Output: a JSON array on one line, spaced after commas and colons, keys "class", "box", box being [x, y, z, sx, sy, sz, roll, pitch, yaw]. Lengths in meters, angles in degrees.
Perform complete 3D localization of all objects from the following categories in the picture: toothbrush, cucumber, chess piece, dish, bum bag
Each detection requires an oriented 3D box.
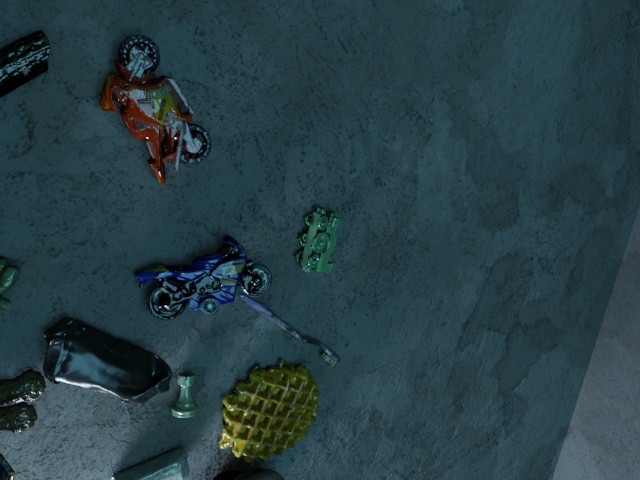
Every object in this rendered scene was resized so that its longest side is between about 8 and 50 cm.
[{"class": "toothbrush", "box": [-0.076, 0.248, 1.615, 0.042, 0.035, 0.413, -52, 124, -5]}, {"class": "cucumber", "box": [-0.604, -0.302, 1.088, 0.241, 0.074, 0.074, -37, 121, -14]}, {"class": "chess piece", "box": [-0.338, 0.385, 1.477, 0.067, 0.067, 0.103, -1, 97, -32]}, {"class": "dish", "box": [-0.241, 0.686, 1.584, 0.273, 0.134, 0.273, -37, 161, -15]}, {"class": "bum bag", "box": [-0.488, 0.289, 1.344, 0.326, 0.080, 0.142, 34, 78, -32]}]

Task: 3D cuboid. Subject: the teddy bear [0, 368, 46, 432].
[{"class": "teddy bear", "box": [-0.696, 0.318, 1.181, 0.129, 0.182, 0.251, -39, 131, 16]}]

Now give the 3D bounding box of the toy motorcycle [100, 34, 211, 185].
[{"class": "toy motorcycle", "box": [-0.355, -0.273, 1.244, 0.171, 0.089, 0.298, -38, 122, -16]}]

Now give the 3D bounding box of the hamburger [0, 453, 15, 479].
[{"class": "hamburger", "box": [-0.760, 0.461, 1.141, 0.276, 0.260, 0.150, 35, 102, -7]}]

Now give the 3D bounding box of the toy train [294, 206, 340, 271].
[{"class": "toy train", "box": [0.000, 0.000, 1.567, 0.105, 0.071, 0.178, 6, 103, -42]}]

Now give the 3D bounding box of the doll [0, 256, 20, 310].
[{"class": "doll", "box": [-0.659, 0.110, 1.178, 0.115, 0.077, 0.150, 30, 79, 9]}]

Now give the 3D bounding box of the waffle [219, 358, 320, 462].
[{"class": "waffle", "box": [-0.129, 0.474, 1.636, 0.329, 0.062, 0.329, -10, 109, -29]}]

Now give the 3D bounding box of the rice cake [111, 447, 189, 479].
[{"class": "rice cake", "box": [-0.430, 0.595, 1.479, 0.207, 0.063, 0.069, -18, 119, -26]}]

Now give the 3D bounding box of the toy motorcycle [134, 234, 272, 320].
[{"class": "toy motorcycle", "box": [-0.272, 0.083, 1.399, 0.316, 0.113, 0.168, -13, 101, -20]}]
